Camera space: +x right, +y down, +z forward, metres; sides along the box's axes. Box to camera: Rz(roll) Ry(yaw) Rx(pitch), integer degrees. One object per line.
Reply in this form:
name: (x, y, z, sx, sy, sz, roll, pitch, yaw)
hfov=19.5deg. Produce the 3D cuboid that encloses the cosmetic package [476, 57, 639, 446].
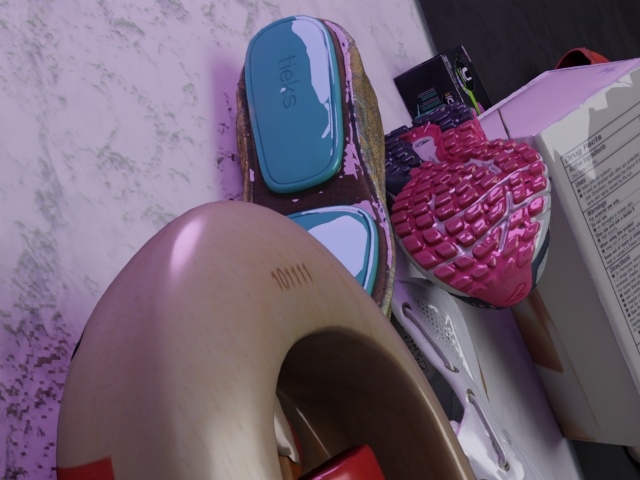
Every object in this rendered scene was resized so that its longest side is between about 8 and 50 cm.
cosmetic package: (0.240, 0.012, 1.582, 0.153, 0.129, 0.296, -32, 108, -32)

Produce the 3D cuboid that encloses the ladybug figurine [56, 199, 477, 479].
ladybug figurine: (-0.011, 0.203, 0.998, 0.305, 0.162, 0.449, -13, 80, -63)

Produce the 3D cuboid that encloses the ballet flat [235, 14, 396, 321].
ballet flat: (0.000, 0.000, 1.257, 0.123, 0.123, 0.348, 41, 35, -41)

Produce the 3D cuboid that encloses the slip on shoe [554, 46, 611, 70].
slip on shoe: (0.247, -0.092, 1.809, 0.101, 0.123, 0.331, 35, 33, -5)

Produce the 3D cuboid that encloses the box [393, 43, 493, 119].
box: (0.112, -0.120, 1.624, 0.083, 0.052, 0.062, 63, 27, -5)

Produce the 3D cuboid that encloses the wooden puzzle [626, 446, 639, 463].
wooden puzzle: (0.472, 0.090, 1.829, 0.080, 0.322, 0.347, 102, 1, -52)

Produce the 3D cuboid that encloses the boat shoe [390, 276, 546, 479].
boat shoe: (0.085, 0.154, 1.304, 0.096, 0.098, 0.277, 8, 52, -60)

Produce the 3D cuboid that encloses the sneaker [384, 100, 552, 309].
sneaker: (0.121, -0.016, 1.405, 0.112, 0.121, 0.299, 61, 5, -19)
